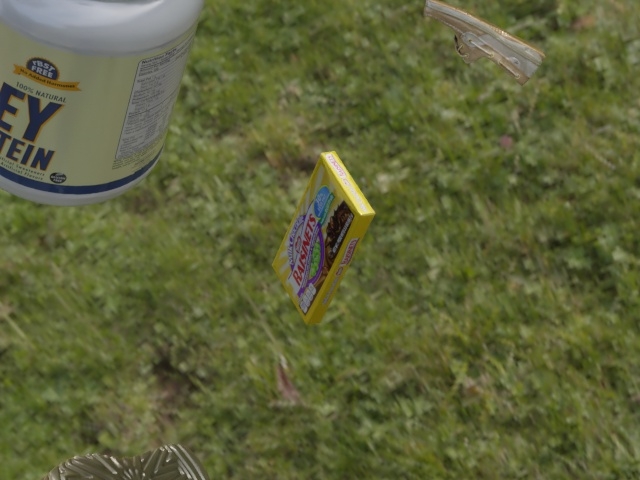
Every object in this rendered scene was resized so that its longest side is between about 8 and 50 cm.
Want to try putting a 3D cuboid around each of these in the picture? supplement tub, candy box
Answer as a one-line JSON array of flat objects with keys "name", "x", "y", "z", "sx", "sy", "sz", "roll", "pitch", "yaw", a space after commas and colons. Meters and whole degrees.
[{"name": "supplement tub", "x": -0.248, "y": -0.217, "z": 1.269, "sx": 0.235, "sy": 0.325, "sz": 0.235, "roll": 11, "pitch": 48, "yaw": -12}, {"name": "candy box", "x": 0.000, "y": 0.000, "z": 1.515, "sx": 0.027, "sy": 0.206, "sz": 0.105, "roll": -8, "pitch": 52, "yaw": -31}]

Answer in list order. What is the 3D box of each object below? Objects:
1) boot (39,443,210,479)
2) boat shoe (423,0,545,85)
[{"name": "boot", "x": -0.249, "y": 0.306, "z": 1.150, "sx": 0.269, "sy": 0.236, "sz": 0.089, "roll": -43, "pitch": 68, "yaw": 21}, {"name": "boat shoe", "x": 0.201, "y": -0.250, "z": 1.580, "sx": 0.059, "sy": 0.170, "sz": 0.063, "roll": -62, "pitch": 5, "yaw": 16}]
